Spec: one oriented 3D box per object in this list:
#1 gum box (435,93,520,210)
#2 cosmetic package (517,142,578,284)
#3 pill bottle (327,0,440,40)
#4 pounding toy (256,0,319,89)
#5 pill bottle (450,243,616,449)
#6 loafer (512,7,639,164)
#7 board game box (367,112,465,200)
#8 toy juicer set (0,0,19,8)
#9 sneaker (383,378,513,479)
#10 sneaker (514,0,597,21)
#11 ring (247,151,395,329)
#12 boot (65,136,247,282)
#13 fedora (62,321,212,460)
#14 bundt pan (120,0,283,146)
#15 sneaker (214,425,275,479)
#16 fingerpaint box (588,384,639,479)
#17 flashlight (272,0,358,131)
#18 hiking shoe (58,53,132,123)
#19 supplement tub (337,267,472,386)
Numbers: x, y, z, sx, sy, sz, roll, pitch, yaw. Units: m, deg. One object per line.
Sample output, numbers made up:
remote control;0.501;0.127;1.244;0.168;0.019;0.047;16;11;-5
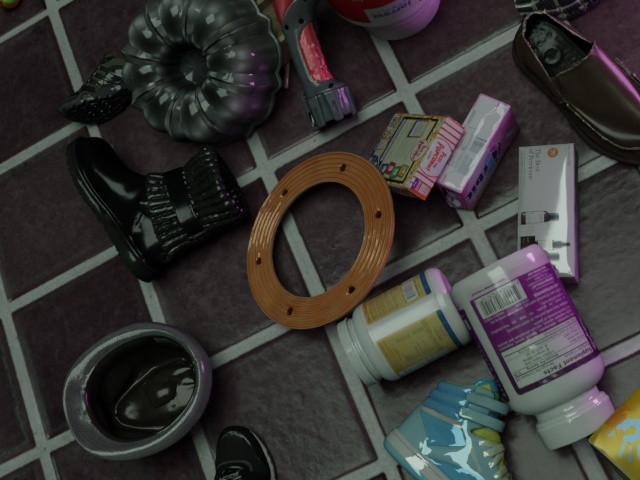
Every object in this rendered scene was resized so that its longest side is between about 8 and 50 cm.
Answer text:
gum box;0.274;-0.149;1.879;0.062;0.107;0.188;28;84;25
cosmetic package;0.391;-0.045;1.830;0.099;0.060;0.239;-2;73;19
pill bottle;0.084;-0.525;1.901;0.229;0.407;0.229;-6;71;19
pounding toy;-0.077;-0.402;2.105;0.130;0.100;0.141;-43;66;-13
pill bottle;0.346;0.172;1.701;0.169;0.169;0.301;-28;83;10
loafer;0.460;-0.267;1.835;0.134;0.130;0.366;-47;64;1
board game box;0.157;-0.153;1.897;0.147;0.045;0.193;-60;25;-4
toy juicer set;-0.810;-0.613;2.432;0.209;0.089;0.329;-42;64;4
sneaker;0.275;0.345;1.715;0.319;0.127;0.208;36;89;25
sneaker;0.475;-0.489;1.935;0.275;0.107;0.110;-27;47;5
ring;0.000;0.000;1.925;0.336;0.032;0.337;-18;61;36
boot;-0.315;-0.119;2.069;0.260;0.131;0.348;-38;75;13
fedora;-0.318;0.281;1.951;0.275;0.124;0.244;-32;67;-1
bundt pan;-0.245;-0.334;2.040;0.331;0.124;0.331;5;105;21
sneaker;-0.141;0.454;1.832;0.107;0.124;0.283;-14;69;15
fingerpaint box;0.687;0.325;1.548;0.371;0.163;0.445;-47;62;0
flashlight;-0.012;-0.368;2.004;0.103;0.103;0.304;-22;92;-19
hiking shoe;-0.444;-0.325;2.221;0.227;0.086;0.114;-22;59;3
supplement tub;0.143;0.150;1.812;0.199;0.144;0.144;-28;66;10
